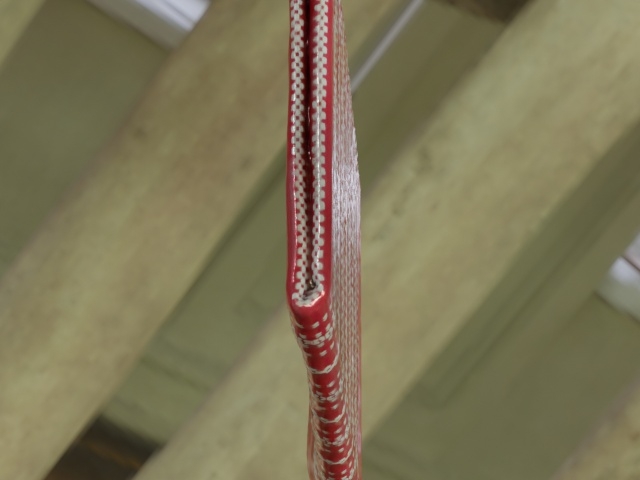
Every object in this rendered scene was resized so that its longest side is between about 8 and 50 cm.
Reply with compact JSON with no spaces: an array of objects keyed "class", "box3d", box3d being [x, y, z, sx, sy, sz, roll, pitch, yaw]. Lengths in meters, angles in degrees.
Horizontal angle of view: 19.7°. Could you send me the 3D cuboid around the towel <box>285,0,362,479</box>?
[{"class":"towel","box3d":[0.000,0.000,0.875,0.275,0.031,0.199,82,7,-64]}]
